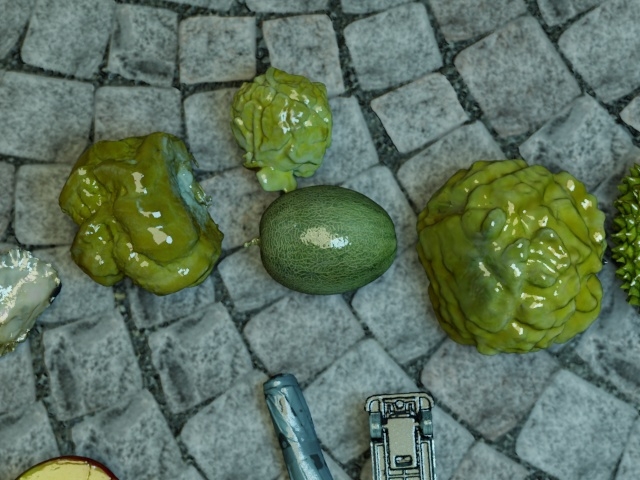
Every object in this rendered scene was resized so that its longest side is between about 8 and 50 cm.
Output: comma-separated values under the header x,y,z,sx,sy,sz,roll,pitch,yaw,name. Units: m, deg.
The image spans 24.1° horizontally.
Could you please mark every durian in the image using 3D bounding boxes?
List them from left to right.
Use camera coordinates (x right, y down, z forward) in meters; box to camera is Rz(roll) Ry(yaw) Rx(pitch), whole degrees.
x,y,z,sx,sy,sz,roll,pitch,yaw,name
0.449,0.002,1.841,0.176,0.200,0.237,-9,67,25,durian

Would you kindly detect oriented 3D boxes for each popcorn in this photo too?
x,y,z,sx,sy,sz,roll,pitch,yaw,name
-0.050,-0.146,1.905,0.141,0.135,0.162,34,81,-2,popcorn
0.239,0.017,1.845,0.225,0.249,0.249,-25,80,-32,popcorn

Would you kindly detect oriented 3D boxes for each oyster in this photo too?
x,y,z,sx,sy,sz,roll,pitch,yaw,name
-0.390,0.081,1.919,0.121,0.045,0.146,-14,74,2,oyster

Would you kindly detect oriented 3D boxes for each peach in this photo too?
x,y,z,sx,sy,sz,roll,pitch,yaw,name
-0.317,0.325,1.846,0.151,0.118,0.151,5,119,10,peach

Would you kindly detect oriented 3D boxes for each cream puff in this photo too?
x,y,z,sx,sy,sz,roll,pitch,yaw,name
-0.234,-0.026,1.874,0.194,0.195,0.221,-24,77,-3,cream puff

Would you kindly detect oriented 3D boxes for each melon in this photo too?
x,y,z,sx,sy,sz,roll,pitch,yaw,name
0.000,0.000,1.877,0.192,0.139,0.139,-1,81,-3,melon

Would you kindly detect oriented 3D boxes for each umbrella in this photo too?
x,y,z,sx,sy,sz,roll,pitch,yaw,name
-0.015,0.286,1.876,0.052,0.053,0.250,-18,81,-3,umbrella

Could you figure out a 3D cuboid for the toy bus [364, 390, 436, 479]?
x,y,z,sx,sy,sz,roll,pitch,yaw,name
0.103,0.286,1.856,0.087,0.089,0.194,-4,81,2,toy bus
